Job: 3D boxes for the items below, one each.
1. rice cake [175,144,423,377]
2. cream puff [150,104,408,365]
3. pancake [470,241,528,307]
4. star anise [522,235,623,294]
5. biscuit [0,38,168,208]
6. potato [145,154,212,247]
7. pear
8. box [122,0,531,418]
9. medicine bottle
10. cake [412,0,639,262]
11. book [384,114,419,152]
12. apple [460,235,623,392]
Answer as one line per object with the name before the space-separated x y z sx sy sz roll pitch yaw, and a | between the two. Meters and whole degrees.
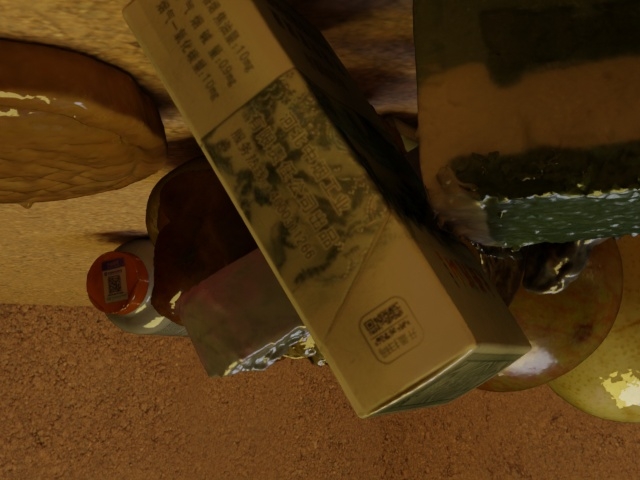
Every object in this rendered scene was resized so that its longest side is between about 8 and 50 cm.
rice cake | 0.065 -0.026 0.659 0.365 0.072 0.056 -33 172 -12
cream puff | 0.000 0.000 0.765 0.269 0.241 0.155 31 177 12
pancake | 0.142 -0.018 0.893 0.190 0.184 0.020 28 160 -39
star anise | 0.273 -0.047 0.865 0.213 0.129 0.282 -14 150 13
biscuit | -0.312 -0.078 0.791 0.365 0.062 0.385 0 172 -11
potato | -0.057 -0.005 1.051 0.196 0.176 0.369 19 179 29
pear | 0.399 0.085 1.267 0.309 0.309 0.309 -2 172 0
box | 0.010 -0.030 0.535 0.069 0.256 0.164 -36 162 14
medicine bottle | -0.261 0.080 1.576 0.157 0.156 0.289 -5 171 23
cake | 0.177 -0.090 0.487 0.284 0.157 0.172 -11 166 43
book | 0.037 -0.019 0.942 0.231 0.026 0.161 -43 146 24
apple | 0.204 0.039 1.083 0.265 0.264 0.264 -2 172 0
